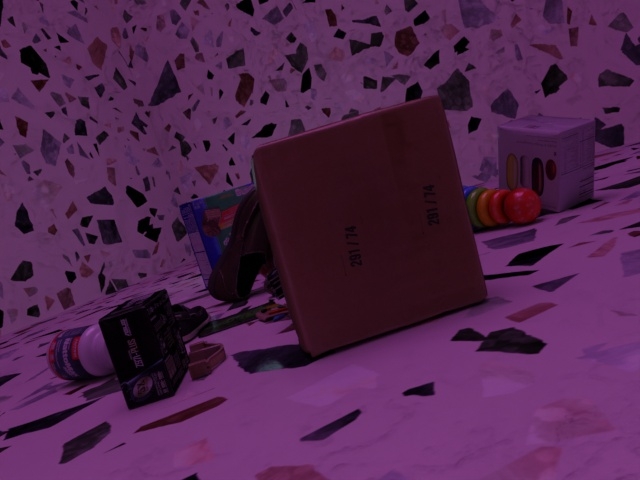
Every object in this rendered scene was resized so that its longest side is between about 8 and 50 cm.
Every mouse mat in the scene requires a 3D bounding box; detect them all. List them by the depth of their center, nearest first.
[{"bbox_3d":[-0.189,0.179,1.454,0.189,0.007,0.152,-17,5,-9],"label":"mouse mat"}]

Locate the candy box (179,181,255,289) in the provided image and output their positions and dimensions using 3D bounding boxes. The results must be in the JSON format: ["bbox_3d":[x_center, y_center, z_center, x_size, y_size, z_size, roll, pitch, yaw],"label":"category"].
[{"bbox_3d":[-0.318,-0.017,2.250,0.268,0.318,0.122,-22,8,-32],"label":"candy box"}]

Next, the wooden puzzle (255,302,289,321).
[{"bbox_3d":[-0.099,0.151,1.357,0.078,0.014,0.116,-19,10,-28],"label":"wooden puzzle"}]

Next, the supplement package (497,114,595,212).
[{"bbox_3d":[0.577,-0.204,1.625,0.149,0.203,0.194,-21,24,-30],"label":"supplement package"}]

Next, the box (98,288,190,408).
[{"bbox_3d":[-0.284,0.172,1.043,0.077,0.148,0.180,-17,6,-2],"label":"box"}]

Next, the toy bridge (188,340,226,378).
[{"bbox_3d":[-0.200,0.202,1.116,0.063,0.026,0.188,-16,5,-10],"label":"toy bridge"}]

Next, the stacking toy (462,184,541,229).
[{"bbox_3d":[0.428,-0.084,1.638,0.141,0.141,0.330,-20,12,-33],"label":"stacking toy"}]

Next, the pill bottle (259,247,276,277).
[{"bbox_3d":[-0.098,0.055,1.841,0.121,0.121,0.216,-20,6,-27],"label":"pill bottle"}]

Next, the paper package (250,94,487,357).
[{"bbox_3d":[0.071,-0.025,0.991,0.309,0.325,0.168,-17,5,-6],"label":"paper package"}]

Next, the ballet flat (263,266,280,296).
[{"bbox_3d":[-0.055,0.040,1.633,0.250,0.058,0.084,-45,22,-3],"label":"ballet flat"}]

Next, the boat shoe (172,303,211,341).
[{"bbox_3d":[-0.311,0.178,1.459,0.083,0.079,0.233,-23,4,5],"label":"boat shoe"}]

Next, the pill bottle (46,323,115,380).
[{"bbox_3d":[-0.463,0.225,1.287,0.180,0.108,0.108,-14,6,34],"label":"pill bottle"}]

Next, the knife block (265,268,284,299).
[{"bbox_3d":[0.020,0.016,1.249,0.241,0.276,0.088,12,-3,-17],"label":"knife block"}]

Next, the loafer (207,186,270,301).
[{"bbox_3d":[-0.181,0.014,1.779,0.130,0.366,0.133,18,-5,41],"label":"loafer"}]
